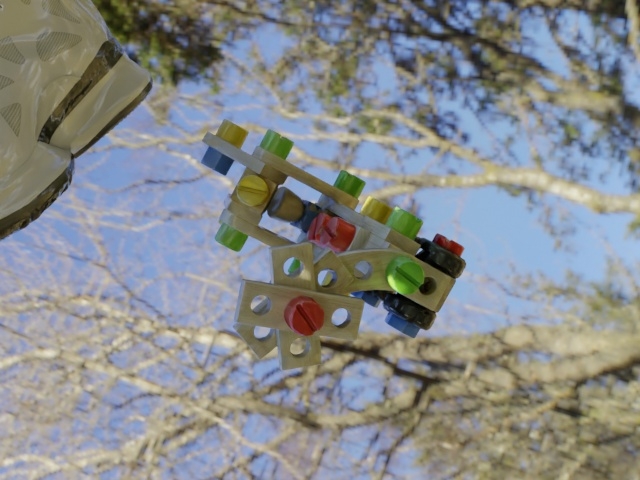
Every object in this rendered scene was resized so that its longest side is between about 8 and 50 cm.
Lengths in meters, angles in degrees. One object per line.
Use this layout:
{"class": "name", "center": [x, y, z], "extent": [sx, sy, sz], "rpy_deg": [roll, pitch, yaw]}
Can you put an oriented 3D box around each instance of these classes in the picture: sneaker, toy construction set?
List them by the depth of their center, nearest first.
{"class": "sneaker", "center": [-0.320, -0.144, 0.960], "extent": [0.257, 0.169, 0.447], "rpy_deg": [58, -156, -19]}
{"class": "toy construction set", "center": [0.000, 0.000, 1.020], "extent": [0.215, 0.327, 0.151], "rpy_deg": [29, -74, -20]}
